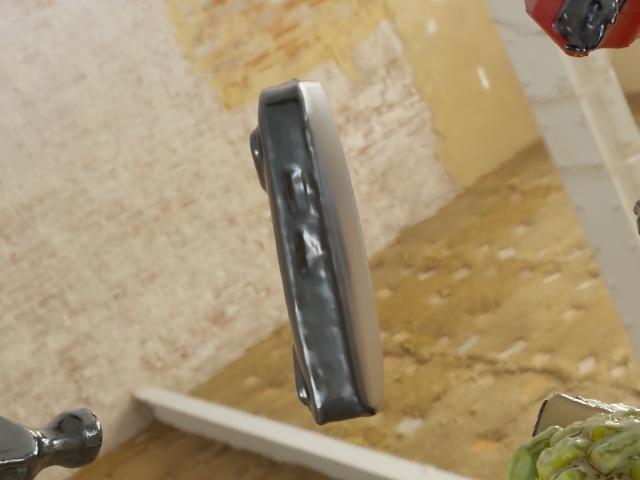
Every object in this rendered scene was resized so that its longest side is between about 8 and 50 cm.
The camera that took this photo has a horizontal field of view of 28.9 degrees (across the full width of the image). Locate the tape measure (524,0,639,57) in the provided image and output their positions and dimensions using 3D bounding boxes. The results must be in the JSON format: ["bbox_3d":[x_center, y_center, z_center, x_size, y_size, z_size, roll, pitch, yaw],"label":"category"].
[{"bbox_3d":[0.265,-0.292,1.164,0.253,0.260,0.114,-15,147,-34],"label":"tape measure"}]

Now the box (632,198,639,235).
[{"bbox_3d":[0.593,-0.093,1.499,0.350,0.091,0.359,-5,157,-19],"label":"box"}]

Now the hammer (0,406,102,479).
[{"bbox_3d":[-0.329,0.022,0.843,0.168,0.044,0.440,-5,-143,-47],"label":"hammer"}]

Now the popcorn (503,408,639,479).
[{"bbox_3d":[0.322,0.304,1.236,0.247,0.282,0.282,10,176,-31],"label":"popcorn"}]

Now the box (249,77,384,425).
[{"bbox_3d":[0.000,0.000,1.101,0.073,0.289,0.290,-11,-173,4],"label":"box"}]

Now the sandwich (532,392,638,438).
[{"bbox_3d":[0.363,0.318,1.497,0.155,0.227,0.198,13,179,-39],"label":"sandwich"}]
